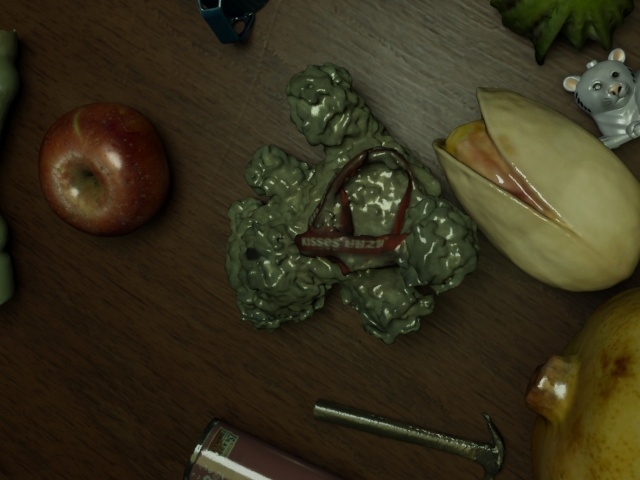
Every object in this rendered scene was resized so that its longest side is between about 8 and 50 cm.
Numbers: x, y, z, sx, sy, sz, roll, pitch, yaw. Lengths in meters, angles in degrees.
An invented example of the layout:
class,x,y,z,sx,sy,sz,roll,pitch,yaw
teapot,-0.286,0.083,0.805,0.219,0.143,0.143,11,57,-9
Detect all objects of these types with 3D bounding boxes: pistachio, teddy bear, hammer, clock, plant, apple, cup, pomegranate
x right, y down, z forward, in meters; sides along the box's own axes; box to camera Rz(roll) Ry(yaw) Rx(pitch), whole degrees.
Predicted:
class,x,y,z,sx,sy,sz,roll,pitch,yaw
pistachio,0.280,-0.062,0.838,0.299,0.187,0.187,43,104,9
teddy bear,0.000,0.000,0.905,0.367,0.224,0.357,-40,73,16
hammer,0.131,0.295,1.000,0.297,0.027,0.125,11,100,12
clock,0.418,-0.201,0.845,0.176,0.080,0.117,-24,90,16
plant,0.270,-0.305,0.751,0.180,0.333,0.251,-28,103,29
apple,-0.319,-0.109,0.990,0.201,0.162,0.201,4,109,12
cup,-0.142,-0.371,0.913,0.131,0.155,0.176,-5,94,14
pomegranate,0.421,0.226,0.739,0.417,0.416,0.416,2,97,13

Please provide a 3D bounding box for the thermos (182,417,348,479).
class,x,y,z,sx,sy,sz,roll,pitch,yaw
thermos,-0.045,0.406,1.011,0.330,0.109,0.136,23,101,9

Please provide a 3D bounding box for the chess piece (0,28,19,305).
class,x,y,z,sx,sy,sz,roll,pitch,yaw
chess piece,-0.587,-0.111,1.024,0.234,0.234,0.442,4,101,12
